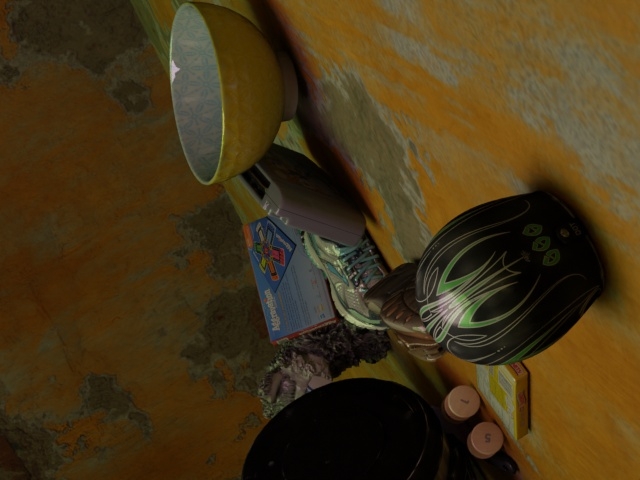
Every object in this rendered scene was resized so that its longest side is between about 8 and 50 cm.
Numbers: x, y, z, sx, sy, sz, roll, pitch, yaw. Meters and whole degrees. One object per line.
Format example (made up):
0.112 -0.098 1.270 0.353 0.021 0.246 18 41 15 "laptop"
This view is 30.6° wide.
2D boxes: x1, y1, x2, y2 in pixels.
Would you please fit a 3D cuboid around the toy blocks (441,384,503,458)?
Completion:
0.248 0.307 1.943 0.123 0.054 0.148 59 171 13 "toy blocks"

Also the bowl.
-0.127 -0.239 1.858 0.289 0.156 0.289 172 90 -70 "bowl"

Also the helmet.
0.172 0.041 1.127 0.169 0.161 0.169 58 171 14 "helmet"

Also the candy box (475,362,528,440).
0.253 0.196 1.636 0.105 0.027 0.206 58 171 32 "candy box"

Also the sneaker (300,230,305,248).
0.031 0.042 2.240 0.208 0.081 0.094 55 172 31 "sneaker"

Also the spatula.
0.273 0.355 2.039 0.084 0.030 0.296 61 171 -14 "spatula"

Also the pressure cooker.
0.096 0.491 2.030 0.375 0.370 0.420 31 152 53 "pressure cooker"

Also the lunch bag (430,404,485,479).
0.243 0.438 2.304 0.219 0.090 0.176 57 167 14 "lunch bag"

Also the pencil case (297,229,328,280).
0.000 0.000 2.331 0.151 0.064 0.070 59 -173 2 "pencil case"

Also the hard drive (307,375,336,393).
0.081 0.407 2.323 0.210 0.040 0.318 19 143 20 "hard drive"

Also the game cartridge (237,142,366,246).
-0.047 -0.093 1.969 0.198 0.062 0.297 13 -159 -33 "game cartridge"

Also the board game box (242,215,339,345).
-0.063 0.065 2.399 0.027 0.145 0.281 53 -162 -59 "board game box"

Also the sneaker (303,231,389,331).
0.053 0.039 2.027 0.283 0.110 0.122 49 156 35 "sneaker"

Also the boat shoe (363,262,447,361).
0.153 0.108 1.670 0.116 0.123 0.324 54 179 -8 "boat shoe"

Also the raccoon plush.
-0.059 0.182 2.485 0.446 0.299 0.216 53 169 42 "raccoon plush"
